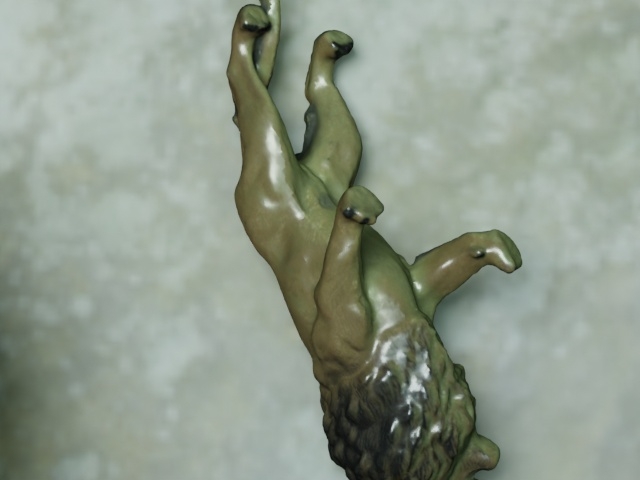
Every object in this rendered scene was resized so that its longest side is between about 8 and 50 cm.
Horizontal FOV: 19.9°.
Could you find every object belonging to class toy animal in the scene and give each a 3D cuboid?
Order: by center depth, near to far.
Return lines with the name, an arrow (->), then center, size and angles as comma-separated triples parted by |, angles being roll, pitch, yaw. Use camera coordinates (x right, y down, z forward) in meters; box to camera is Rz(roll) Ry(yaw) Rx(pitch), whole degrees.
toy animal -> 0.011, -0.009, 0.628 | 0.069, 0.086, 0.220 | -8, 77, -46
